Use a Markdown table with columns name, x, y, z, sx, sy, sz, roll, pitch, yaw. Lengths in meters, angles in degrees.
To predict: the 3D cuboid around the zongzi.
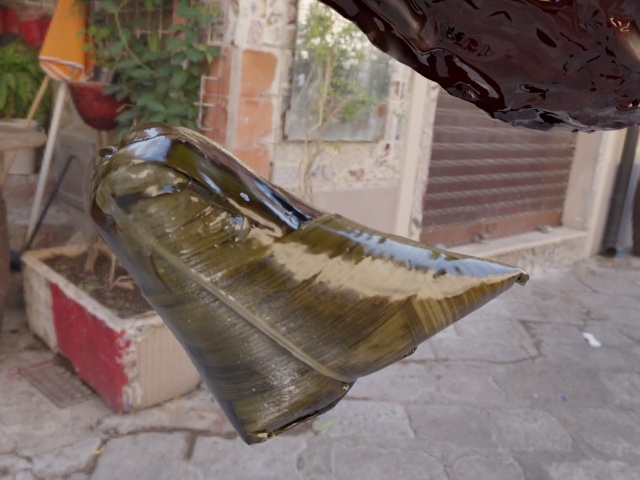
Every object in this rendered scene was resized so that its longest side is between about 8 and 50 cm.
| name | x | y | z | sx | sy | sz | roll | pitch | yaw |
| --- | --- | --- | --- | --- | --- | --- | --- | --- | --- |
| zongzi | 0.000 | 0.000 | 0.503 | 0.288 | 0.285 | 0.134 | -24 | 30 | 9 |

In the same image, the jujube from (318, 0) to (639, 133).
| name | x | y | z | sx | sy | sz | roll | pitch | yaw |
| --- | --- | --- | --- | --- | --- | --- | --- | --- | --- |
| jujube | 0.091 | -0.227 | 0.373 | 0.377 | 0.258 | 0.258 | 33 | 16 | 3 |
